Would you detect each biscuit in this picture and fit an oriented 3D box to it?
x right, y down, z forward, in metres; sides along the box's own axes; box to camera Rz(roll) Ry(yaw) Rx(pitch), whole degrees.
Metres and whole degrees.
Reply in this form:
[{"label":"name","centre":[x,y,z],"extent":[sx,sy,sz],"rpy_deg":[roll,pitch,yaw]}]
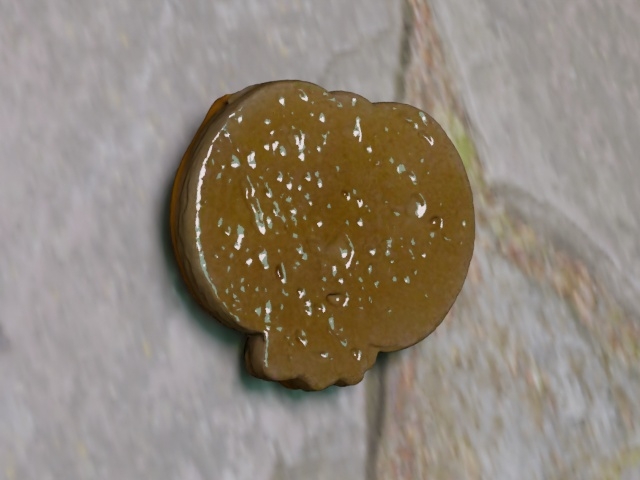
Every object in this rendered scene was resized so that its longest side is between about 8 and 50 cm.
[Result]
[{"label":"biscuit","centre":[-0.002,0.000,0.928],"extent":[0.170,0.050,0.170],"rpy_deg":[2,84,-26]}]
